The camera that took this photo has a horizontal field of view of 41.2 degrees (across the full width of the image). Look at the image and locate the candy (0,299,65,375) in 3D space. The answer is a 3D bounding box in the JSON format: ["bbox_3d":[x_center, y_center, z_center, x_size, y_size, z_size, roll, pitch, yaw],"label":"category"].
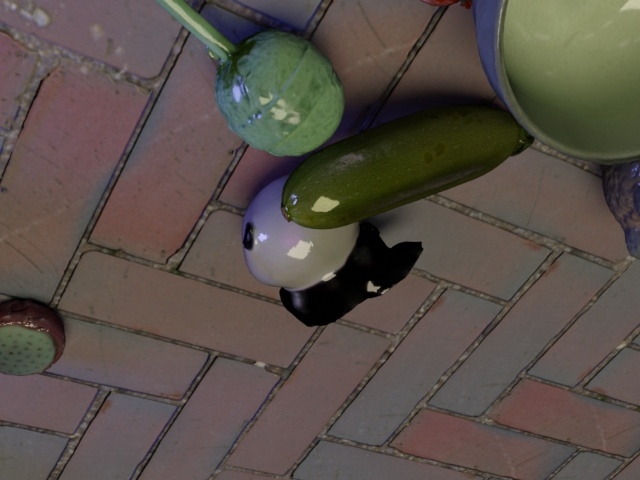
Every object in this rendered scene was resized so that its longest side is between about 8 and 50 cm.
[{"bbox_3d":[-0.361,0.119,1.027,0.103,0.043,0.103,-6,128,-8],"label":"candy"}]

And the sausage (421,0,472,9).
[{"bbox_3d":[0.048,-0.289,0.752,0.274,0.074,0.074,29,119,-32],"label":"sausage"}]

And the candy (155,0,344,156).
[{"bbox_3d":[-0.151,-0.226,0.759,0.439,0.119,0.119,37,115,-26],"label":"candy"}]

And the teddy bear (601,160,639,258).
[{"bbox_3d":[0.453,-0.085,0.958,0.267,0.151,0.236,-14,155,3],"label":"teddy bear"}]

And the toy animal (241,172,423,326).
[{"bbox_3d":[0.000,0.000,0.953,0.166,0.138,0.179,-44,119,-1],"label":"toy animal"}]

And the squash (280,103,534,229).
[{"bbox_3d":[0.110,-0.090,0.880,0.340,0.094,0.095,-19,135,-24],"label":"squash"}]

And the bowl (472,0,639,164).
[{"bbox_3d":[0.270,-0.241,0.768,0.307,0.163,0.307,-9,130,-11],"label":"bowl"}]
